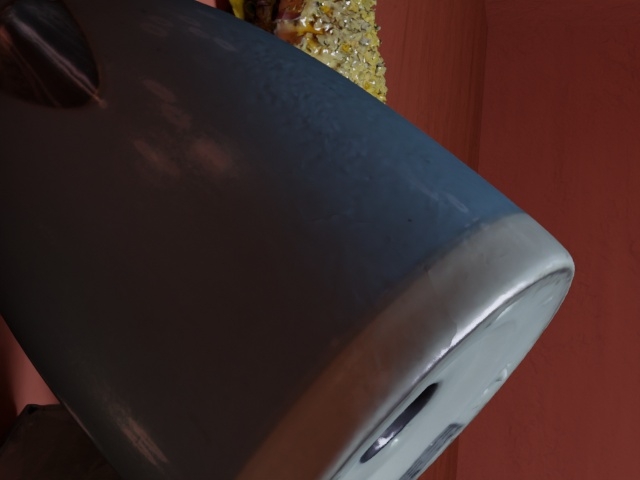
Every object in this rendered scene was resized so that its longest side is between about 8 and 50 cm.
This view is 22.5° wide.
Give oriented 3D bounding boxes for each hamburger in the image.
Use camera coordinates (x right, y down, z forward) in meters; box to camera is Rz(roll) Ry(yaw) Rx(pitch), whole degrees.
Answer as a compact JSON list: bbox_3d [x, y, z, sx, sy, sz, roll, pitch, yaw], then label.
[{"bbox_3d":[-0.007,-0.160,1.562,0.261,0.139,0.243,-57,145,-68],"label":"hamburger"}]

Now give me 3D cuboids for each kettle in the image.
[{"bbox_3d":[-0.068,0.004,0.905,0.247,0.342,0.319,-45,164,-11],"label":"kettle"}]

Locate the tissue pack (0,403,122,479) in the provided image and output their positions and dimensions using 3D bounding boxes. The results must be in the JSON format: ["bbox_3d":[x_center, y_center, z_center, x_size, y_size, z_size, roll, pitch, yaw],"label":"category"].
[{"bbox_3d":[-0.129,0.255,0.960,0.198,0.146,0.263,-65,152,-67],"label":"tissue pack"}]
